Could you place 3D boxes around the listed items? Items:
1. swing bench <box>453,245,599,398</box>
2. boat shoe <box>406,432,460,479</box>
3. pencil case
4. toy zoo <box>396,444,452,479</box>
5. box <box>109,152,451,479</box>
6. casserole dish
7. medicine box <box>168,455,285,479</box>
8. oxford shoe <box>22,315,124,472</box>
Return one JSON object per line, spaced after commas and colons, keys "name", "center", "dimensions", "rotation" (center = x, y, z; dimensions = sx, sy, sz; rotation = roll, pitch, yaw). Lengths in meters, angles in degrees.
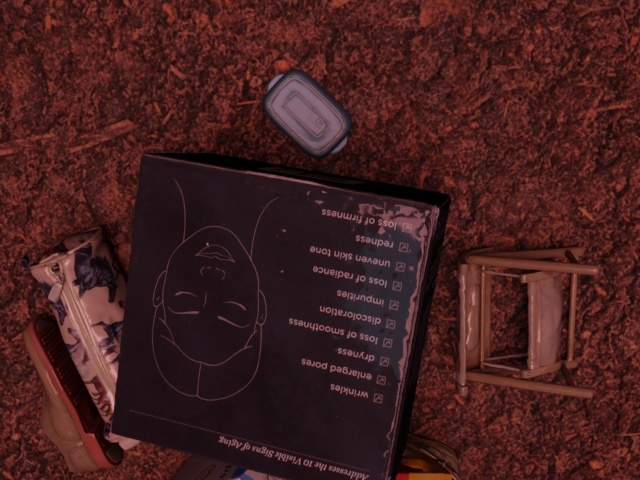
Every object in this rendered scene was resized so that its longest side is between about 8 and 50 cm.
{"name": "swing bench", "center": [0.379, 0.149, 1.448], "dimensions": [0.254, 0.165, 0.253], "rotation": [1, 102, 7]}
{"name": "boat shoe", "center": [0.150, 0.433, 1.547], "dimensions": [0.285, 0.089, 0.105], "rotation": [15, 102, -1]}
{"name": "pencil case", "center": [-0.418, 0.187, 1.469], "dimensions": [0.159, 0.183, 0.411], "rotation": [-17, 101, 18]}
{"name": "toy zoo", "center": [0.103, 0.407, 1.386], "dimensions": [0.293, 0.192, 0.030], "rotation": [8, 90, -23]}
{"name": "box", "center": [-0.059, 0.118, 1.292], "dimensions": [0.479, 0.297, 0.472], "rotation": [11, 99, 12]}
{"name": "casserole dish", "center": [-0.026, -0.238, 1.442], "dimensions": [0.188, 0.037, 0.114], "rotation": [43, 100, -8]}
{"name": "medicine box", "center": [-0.138, 0.541, 1.490], "dimensions": [0.289, 0.149, 0.264], "rotation": [-27, 101, 38]}
{"name": "oxford shoe", "center": [-0.530, 0.324, 1.535], "dimensions": [0.130, 0.123, 0.348], "rotation": [-20, 99, 11]}
